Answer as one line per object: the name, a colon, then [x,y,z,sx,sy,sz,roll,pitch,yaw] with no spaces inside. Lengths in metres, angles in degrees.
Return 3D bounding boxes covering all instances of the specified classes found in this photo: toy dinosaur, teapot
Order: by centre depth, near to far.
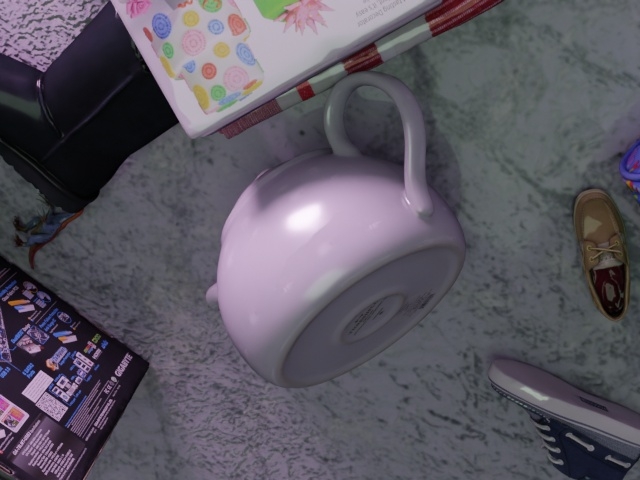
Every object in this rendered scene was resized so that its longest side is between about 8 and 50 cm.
teapot: [0.000,0.000,0.939,0.256,0.252,0.187,-33,66,-4]
toy dinosaur: [-0.283,-0.020,1.056,0.082,0.047,0.090,-12,141,2]

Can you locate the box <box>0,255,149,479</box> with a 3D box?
box: [-0.332,0.118,0.964,0.293,0.295,0.073,36,108,-7]

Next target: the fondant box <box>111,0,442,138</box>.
fondant box: [-0.079,-0.285,0.826,0.238,0.096,0.330,-28,95,8]

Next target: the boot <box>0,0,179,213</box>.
boot: [-0.250,-0.168,0.955,0.207,0.094,0.246,-40,108,22]

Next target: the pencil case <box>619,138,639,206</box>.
pencil case: [0.392,0.030,0.933,0.119,0.133,0.306,-15,110,47]

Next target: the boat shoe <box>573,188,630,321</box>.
boat shoe: [0.282,0.016,0.985,0.050,0.045,0.135,-15,107,12]

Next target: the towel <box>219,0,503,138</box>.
towel: [0.006,-0.266,0.887,0.329,0.037,0.237,-25,96,9]

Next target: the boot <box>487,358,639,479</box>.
boot: [0.247,0.196,1.041,0.190,0.069,0.086,24,108,-4]
